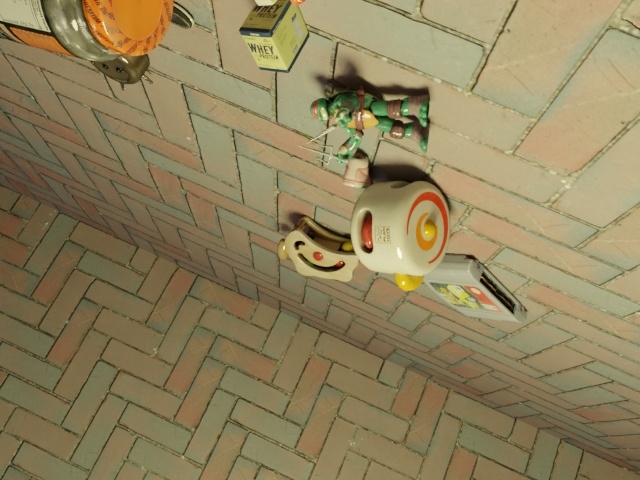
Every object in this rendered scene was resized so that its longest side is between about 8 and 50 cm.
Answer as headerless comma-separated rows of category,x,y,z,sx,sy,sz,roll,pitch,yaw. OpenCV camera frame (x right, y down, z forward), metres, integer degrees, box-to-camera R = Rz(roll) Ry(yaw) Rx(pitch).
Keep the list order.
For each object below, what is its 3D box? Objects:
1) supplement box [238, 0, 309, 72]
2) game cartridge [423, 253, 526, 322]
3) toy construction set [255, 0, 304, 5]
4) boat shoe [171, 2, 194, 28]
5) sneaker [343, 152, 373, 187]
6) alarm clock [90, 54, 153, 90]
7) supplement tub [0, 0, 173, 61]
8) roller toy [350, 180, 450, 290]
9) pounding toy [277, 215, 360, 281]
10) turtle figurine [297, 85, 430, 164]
supplement box,-0.069,-0.318,0.929,0.056,0.083,0.083,14,157,27
game cartridge,0.383,0.127,1.580,0.294,0.060,0.196,39,161,-34
toy construction set,-0.080,-0.383,0.672,0.215,0.151,0.328,-16,149,27
boat shoe,-0.281,-0.399,1.050,0.125,0.038,0.046,30,161,-12
sneaker,0.083,-0.145,1.260,0.051,0.070,0.134,10,-174,17
alarm clock,-0.427,-0.388,1.233,0.129,0.064,0.192,19,157,19
supplement tub,-0.416,-0.402,0.953,0.338,0.207,0.207,18,159,20
roller toy,0.168,-0.024,1.229,0.146,0.209,0.191,4,146,45
pounding toy,0.000,0.000,1.698,0.270,0.155,0.154,8,127,19
turtle figurine,0.064,-0.202,1.022,0.234,0.118,0.175,4,171,13
